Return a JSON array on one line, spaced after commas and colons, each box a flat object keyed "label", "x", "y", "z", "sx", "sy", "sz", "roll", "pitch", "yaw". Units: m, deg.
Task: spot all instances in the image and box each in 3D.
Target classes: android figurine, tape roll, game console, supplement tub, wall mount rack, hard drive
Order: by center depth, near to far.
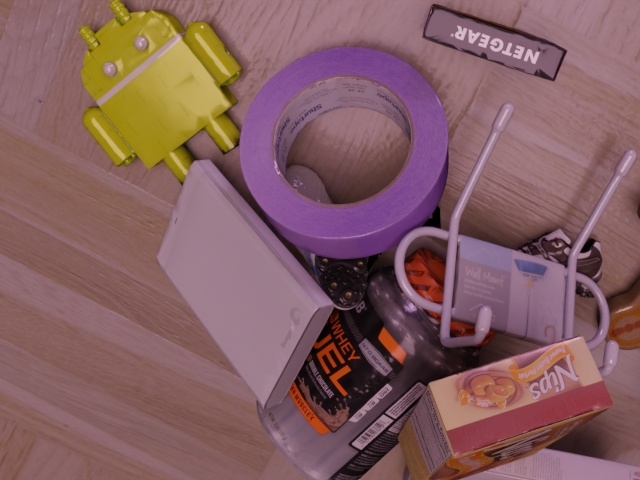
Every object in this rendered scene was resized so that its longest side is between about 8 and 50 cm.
[{"label": "wall mount rack", "x": 0.279, "y": 0.009, "z": 1.052, "sx": 0.349, "sy": 0.130, "sz": 0.304, "roll": 16, "pitch": 71, "yaw": -22}, {"label": "tape roll", "x": 0.034, "y": -0.118, "z": 1.092, "sx": 0.274, "sy": 0.090, "sz": 0.275, "roll": -3, "pitch": 72, "yaw": 8}, {"label": "hard drive", "x": -0.120, "y": 0.058, "z": 1.157, "sx": 0.307, "sy": 0.040, "sz": 0.203, "roll": 48, "pitch": 129, "yaw": 29}, {"label": "game console", "x": 0.120, "y": -0.002, "z": 1.169, "sx": 0.107, "sy": 0.122, "sz": 0.071, "roll": -2, "pitch": 108, "yaw": 8}, {"label": "supplement tub", "x": 0.083, "y": 0.183, "z": 1.187, "sx": 0.207, "sy": 0.207, "sz": 0.338, "roll": 42, "pitch": 107, "yaw": -5}, {"label": "android figurine", "x": -0.239, "y": -0.221, "z": 1.192, "sx": 0.248, "sy": 0.056, "sz": 0.273, "roll": -33, "pitch": 102, "yaw": 16}]

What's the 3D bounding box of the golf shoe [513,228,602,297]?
[{"label": "golf shoe", "x": 0.312, "y": 0.023, "z": 1.177, "sx": 0.198, "sy": 0.077, "sz": 0.094, "roll": 7, "pitch": 104, "yaw": -8}]

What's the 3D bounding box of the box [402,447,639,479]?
[{"label": "box", "x": 0.291, "y": 0.368, "z": 1.222, "sx": 0.321, "sy": 0.059, "sz": 0.232, "roll": 10, "pitch": 149, "yaw": 6}]

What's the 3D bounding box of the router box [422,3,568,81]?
[{"label": "router box", "x": 0.225, "y": -0.263, "z": 1.070, "sx": 0.178, "sy": 0.133, "sz": 0.046, "roll": 18, "pitch": 109, "yaw": 2}]

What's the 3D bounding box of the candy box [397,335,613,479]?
[{"label": "candy box", "x": 0.206, "y": 0.222, "z": 0.988, "sx": 0.182, "sy": 0.316, "sz": 0.088, "roll": -16, "pitch": 67, "yaw": -8}]

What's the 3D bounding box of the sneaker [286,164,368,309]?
[{"label": "sneaker", "x": 0.000, "y": 0.000, "z": 1.162, "sx": 0.085, "sy": 0.237, "sz": 0.086, "roll": -14, "pitch": 151, "yaw": -21}]

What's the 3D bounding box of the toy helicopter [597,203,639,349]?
[{"label": "toy helicopter", "x": 0.531, "y": 0.025, "z": 1.137, "sx": 0.234, "sy": 0.140, "sz": 0.355, "roll": 26, "pitch": 119, "yaw": -10}]
